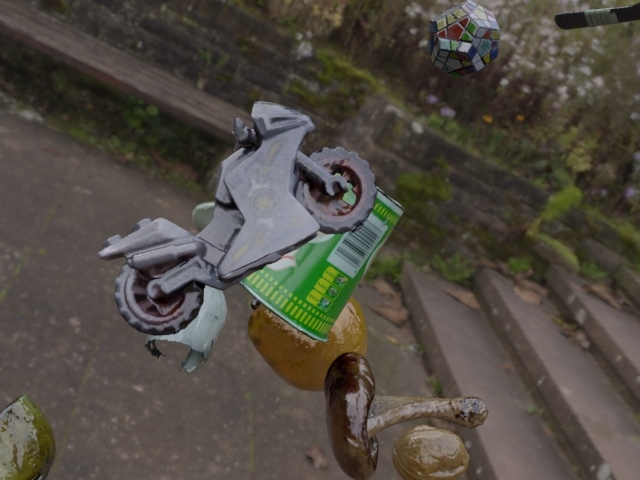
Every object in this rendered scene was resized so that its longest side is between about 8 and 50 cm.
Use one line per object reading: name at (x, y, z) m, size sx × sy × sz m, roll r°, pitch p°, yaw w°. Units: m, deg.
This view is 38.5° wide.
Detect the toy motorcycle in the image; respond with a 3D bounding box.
toy motorcycle at (-0.067, -0.023, 0.680) m, size 0.123 × 0.215 × 0.080 m, roll 60°, pitch -5°, yaw 4°

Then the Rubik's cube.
Rubik's cube at (0.206, -0.290, 1.322) m, size 0.111 × 0.093 × 0.111 m, roll 17°, pitch -24°, yaw 8°

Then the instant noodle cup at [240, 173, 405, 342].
instant noodle cup at (0.000, 0.000, 1.366) m, size 0.207 × 0.233 × 0.207 m, roll 39°, pitch 5°, yaw -4°

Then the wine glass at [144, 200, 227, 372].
wine glass at (-0.224, 0.082, 1.708) m, size 0.143 × 0.143 × 0.321 m, roll 27°, pitch 55°, yaw -11°

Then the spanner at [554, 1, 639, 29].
spanner at (0.576, -0.447, 1.799) m, size 0.087 × 0.024 × 0.316 m, roll 48°, pitch -17°, yaw -27°

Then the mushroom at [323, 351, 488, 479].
mushroom at (0.116, 0.233, 1.263) m, size 0.217 × 0.148 × 0.227 m, roll -5°, pitch 23°, yaw -2°

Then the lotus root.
lotus root at (-0.338, 0.275, 0.976) m, size 0.077 × 0.204 × 0.183 m, roll 26°, pitch -28°, yaw 3°

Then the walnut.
walnut at (0.176, 0.344, 1.460) m, size 0.124 × 0.105 × 0.105 m, roll 5°, pitch 21°, yaw -9°

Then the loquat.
loquat at (-0.023, 0.153, 1.566) m, size 0.234 × 0.176 × 0.187 m, roll 42°, pitch 49°, yaw -4°
